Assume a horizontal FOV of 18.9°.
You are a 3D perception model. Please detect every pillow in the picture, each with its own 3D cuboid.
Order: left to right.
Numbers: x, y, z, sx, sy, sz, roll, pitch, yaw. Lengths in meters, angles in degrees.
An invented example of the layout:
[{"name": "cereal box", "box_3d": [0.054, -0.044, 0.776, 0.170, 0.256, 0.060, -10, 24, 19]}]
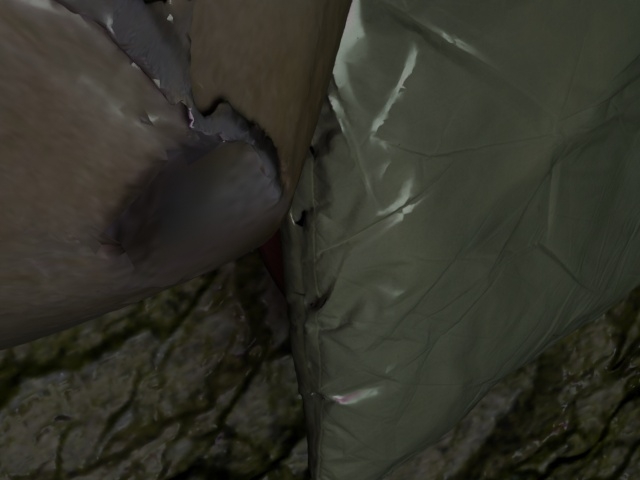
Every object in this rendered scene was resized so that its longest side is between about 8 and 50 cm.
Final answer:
[{"name": "pillow", "box_3d": [0.093, -0.049, 0.843, 0.274, 0.076, 0.280, -30, 134, -32]}]

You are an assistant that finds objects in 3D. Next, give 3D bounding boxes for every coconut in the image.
[{"name": "coconut", "box_3d": [-0.128, -0.097, 0.574, 0.323, 0.323, 0.323, -13, 126, -18]}]

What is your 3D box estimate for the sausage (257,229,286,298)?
[{"name": "sausage", "box_3d": [-0.001, 0.000, 0.881, 0.054, 0.059, 0.094, -17, 134, 10]}]
